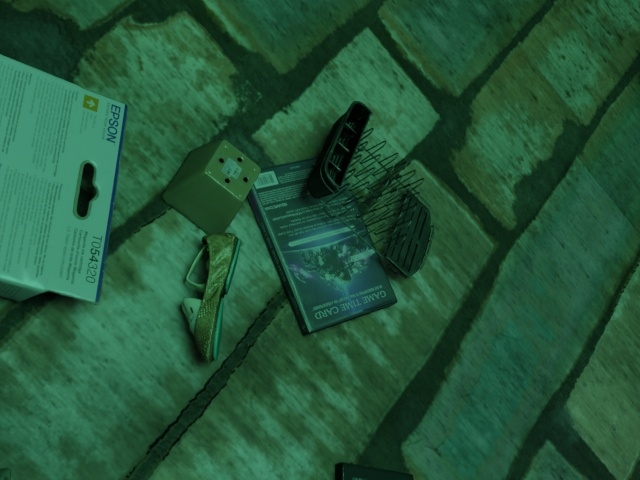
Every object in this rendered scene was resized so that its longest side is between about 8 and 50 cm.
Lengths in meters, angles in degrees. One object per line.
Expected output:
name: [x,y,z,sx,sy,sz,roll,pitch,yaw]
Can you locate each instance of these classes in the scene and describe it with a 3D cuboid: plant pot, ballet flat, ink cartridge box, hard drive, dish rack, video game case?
plant pot: [-0.153,-0.086,1.515,0.109,0.096,0.109,39,52,-16]
ballet flat: [-0.165,0.079,1.461,0.067,0.073,0.206,10,57,-2]
ink cartridge box: [-0.435,-0.093,1.333,0.330,0.071,0.324,21,58,-31]
hard drive: [0.083,0.390,1.514,0.135,0.022,0.094,17,60,-29]
dish rack: [0.102,-0.076,1.686,0.271,0.074,0.208,43,44,-20]
video game case: [0.000,0.000,1.634,0.196,0.026,0.274,-15,79,-40]

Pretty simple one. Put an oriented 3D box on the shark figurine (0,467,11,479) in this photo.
shark figurine: [-0.375,0.323,1.074,0.166,0.278,0.116,-41,117,-22]
